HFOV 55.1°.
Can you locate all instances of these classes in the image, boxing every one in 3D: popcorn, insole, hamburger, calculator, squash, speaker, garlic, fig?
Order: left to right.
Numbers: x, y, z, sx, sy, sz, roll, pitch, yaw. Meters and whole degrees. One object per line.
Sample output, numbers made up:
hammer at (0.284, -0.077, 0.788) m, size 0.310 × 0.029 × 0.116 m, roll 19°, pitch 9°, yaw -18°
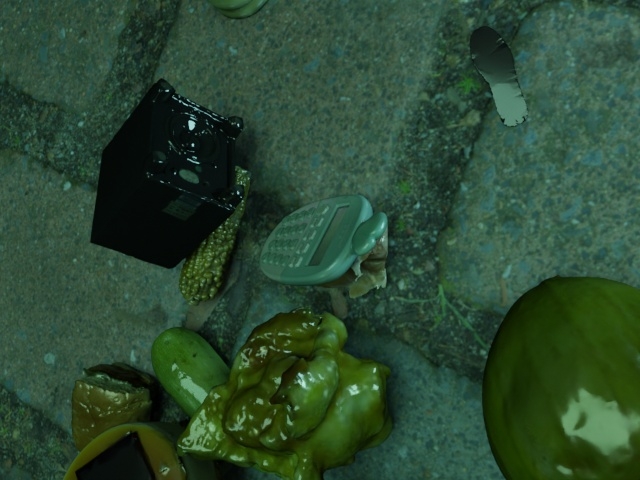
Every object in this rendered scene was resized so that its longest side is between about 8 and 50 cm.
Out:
hamburger at (-0.428, 0.369, 1.251) m, size 0.155 × 0.135 × 0.207 m, roll 19°, pitch 97°, yaw 25°
hamburger at (-0.312, 0.458, 1.072) m, size 0.294 × 0.179 × 0.276 m, roll -37°, pitch 62°, yaw -6°
speaker at (-0.278, -0.119, 1.125) m, size 0.254 × 0.184 × 0.232 m, roll -37°, pitch 45°, yaw 36°
squash at (-0.192, 0.314, 1.164) m, size 0.370 × 0.118 × 0.118 m, roll 46°, pitch 104°, yaw 16°
popcorn at (-0.035, 0.296, 1.008) m, size 0.321 × 0.290 × 0.325 m, roll -42°, pitch 48°, yaw 32°
calculator at (0.000, 0.000, 1.067) m, size 0.295 × 0.042 × 0.184 m, roll -4°, pitch 50°, yaw 48°
garlic at (0.050, 0.030, 1.090) m, size 0.174 × 0.099 × 0.124 m, roll -23°, pitch 60°, yaw 21°
insole at (0.305, -0.282, 1.046) m, size 0.064 × 0.004 × 0.188 m, roll -21°, pitch 79°, yaw 21°
fig at (0.372, 0.210, 0.830) m, size 0.343 × 0.343 × 0.343 m, roll -2°, pitch 86°, yaw 23°

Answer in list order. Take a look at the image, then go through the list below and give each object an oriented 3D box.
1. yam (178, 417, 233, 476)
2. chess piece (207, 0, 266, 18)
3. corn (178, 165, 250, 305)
yam at (-0.239, 0.415, 1.195) m, size 0.127 × 0.084 × 0.084 m, roll 34°, pitch 100°, yaw 23°
chess piece at (-0.209, -0.533, 1.149) m, size 0.144 × 0.251 × 0.144 m, roll -2°, pitch 85°, yaw 23°
corn at (-0.206, -0.008, 1.207) m, size 0.086 × 0.086 × 0.288 m, roll 20°, pitch 93°, yaw 23°
